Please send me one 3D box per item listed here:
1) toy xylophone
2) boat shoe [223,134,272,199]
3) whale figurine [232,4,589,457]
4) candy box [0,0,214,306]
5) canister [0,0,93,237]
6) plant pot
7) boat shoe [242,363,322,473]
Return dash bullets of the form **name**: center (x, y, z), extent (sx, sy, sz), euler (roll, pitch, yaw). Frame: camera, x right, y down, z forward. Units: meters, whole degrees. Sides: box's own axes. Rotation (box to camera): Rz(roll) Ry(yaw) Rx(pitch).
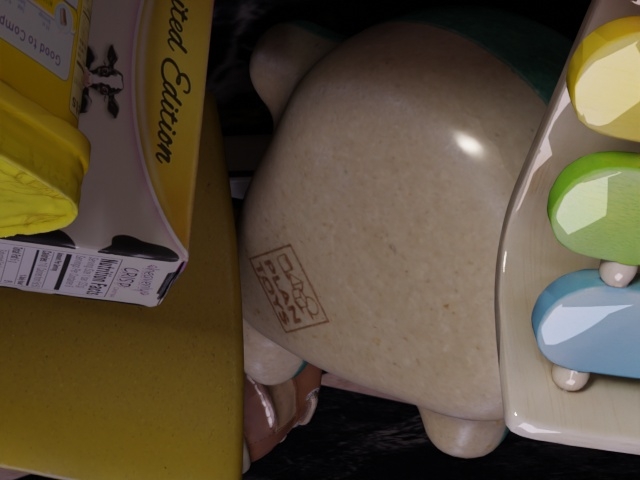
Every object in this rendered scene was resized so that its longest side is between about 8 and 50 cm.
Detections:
- **toy xylophone**: center (0.184, -0.059, 0.562), extent (0.236, 0.081, 0.323), euler (2, 130, -8)
- **boat shoe**: center (0.000, 0.000, 0.909), extent (0.267, 0.088, 0.096), euler (1, 161, 8)
- **whale figurine**: center (0.042, -0.008, 0.779), extent (0.141, 0.216, 0.272), euler (-30, -176, -35)
- **candy box**: center (-0.159, -0.072, 0.622), extent (0.233, 0.159, 0.071), euler (8, 162, -13)
- **canister**: center (-0.118, -0.100, 0.515), extent (0.073, 0.170, 0.126), euler (-7, 158, 28)
- **plant pot**: center (-0.159, 0.005, 0.769), extent (0.212, 0.187, 0.212), euler (19, 167, -37)
- **boat shoe**: center (-0.064, 0.102, 1.164), extent (0.116, 0.123, 0.324), euler (-32, -175, -12)
